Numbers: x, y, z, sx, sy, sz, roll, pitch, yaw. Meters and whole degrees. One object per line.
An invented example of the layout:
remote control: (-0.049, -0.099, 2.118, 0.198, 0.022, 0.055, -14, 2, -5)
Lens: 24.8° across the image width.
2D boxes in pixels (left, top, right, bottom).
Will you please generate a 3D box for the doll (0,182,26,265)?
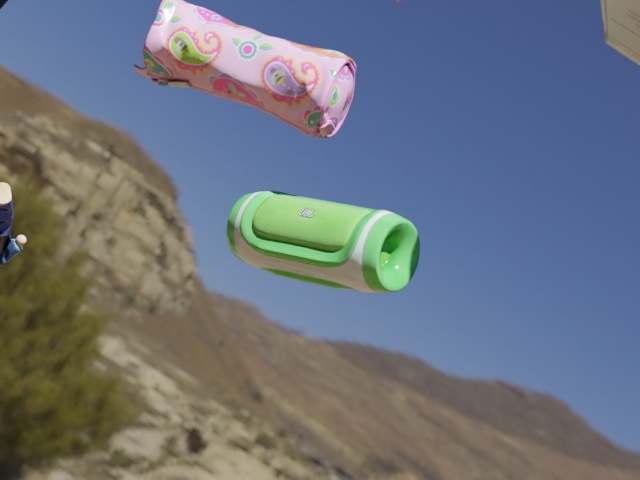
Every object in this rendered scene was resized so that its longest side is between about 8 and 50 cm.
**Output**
doll: (-0.483, -0.007, 2.074, 0.129, 0.046, 0.189, 2, -41, -14)

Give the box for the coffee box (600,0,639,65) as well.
coffee box: (0.603, -0.412, 1.983, 0.337, 0.334, 0.338, 47, -21, 49)

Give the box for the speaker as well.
speaker: (0.000, 0.000, 2.206, 0.296, 0.131, 0.131, 11, -20, 38)

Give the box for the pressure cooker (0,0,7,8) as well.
pressure cooker: (-0.660, -0.478, 2.083, 0.420, 0.375, 0.370, 48, -12, -32)

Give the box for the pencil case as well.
pencil case: (-0.097, -0.225, 1.908, 0.284, 0.124, 0.124, 20, -12, 13)
